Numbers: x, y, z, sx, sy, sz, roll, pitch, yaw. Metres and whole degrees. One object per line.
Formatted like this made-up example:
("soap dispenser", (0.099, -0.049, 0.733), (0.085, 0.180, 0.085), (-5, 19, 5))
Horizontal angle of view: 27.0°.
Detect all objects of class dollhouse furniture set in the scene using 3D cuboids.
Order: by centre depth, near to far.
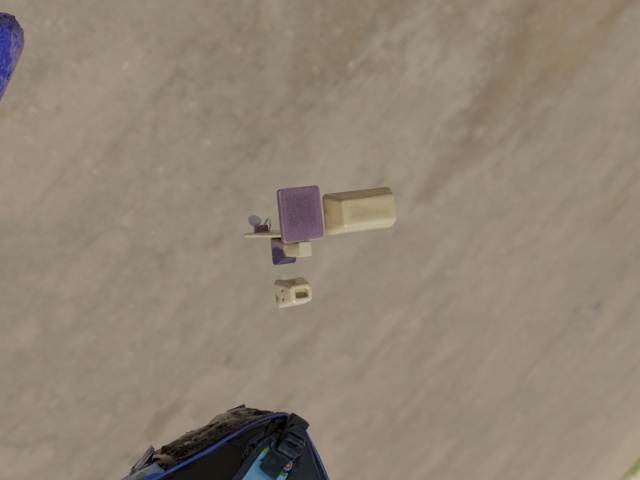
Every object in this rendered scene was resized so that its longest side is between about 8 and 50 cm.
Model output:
("dollhouse furniture set", (0.000, 0.000, 1.056), (0.114, 0.090, 0.081), (-8, -176, -31))

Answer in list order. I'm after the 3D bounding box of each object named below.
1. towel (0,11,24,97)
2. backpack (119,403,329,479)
("towel", (-0.251, 0.012, 0.712), (0.308, 0.076, 0.228), (-66, -165, 0))
("backpack", (-0.071, 0.190, 0.740), (0.173, 0.158, 0.117), (-27, -171, -20))
